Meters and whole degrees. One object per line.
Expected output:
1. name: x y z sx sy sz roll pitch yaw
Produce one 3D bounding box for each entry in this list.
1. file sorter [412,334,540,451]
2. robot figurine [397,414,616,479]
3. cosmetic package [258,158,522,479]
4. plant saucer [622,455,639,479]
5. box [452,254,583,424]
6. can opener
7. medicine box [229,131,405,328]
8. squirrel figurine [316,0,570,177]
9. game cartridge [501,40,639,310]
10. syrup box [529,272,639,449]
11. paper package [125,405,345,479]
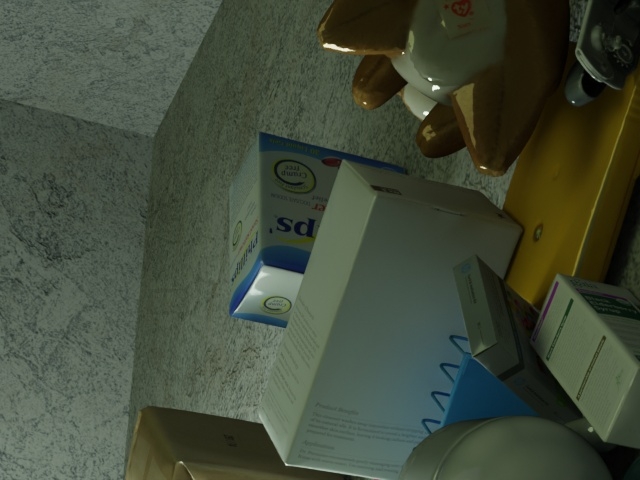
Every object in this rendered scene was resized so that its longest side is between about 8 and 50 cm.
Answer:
1. file sorter: 0.197 0.217 1.862 0.104 0.118 0.170 -126 52 -71
2. robot figurine: 0.198 0.293 1.617 0.300 0.200 0.353 -41 1 -14
3. cosmetic package: 0.084 0.109 1.938 0.385 0.217 0.156 -70 23 13
4. plant saucer: 0.343 0.278 1.529 0.119 0.021 0.119 -167 90 -72
5. box: 0.230 0.122 1.728 0.038 0.186 0.145 -32 38 21
6. can opener: 0.333 -0.272 1.741 0.095 0.076 0.283 -35 26 45
7. medicine box: 0.000 0.000 2.370 0.149 0.264 0.289 120 156 -42
8. squirrel figurine: 0.213 -0.289 1.875 0.397 0.281 0.370 -59 -10 4
9. game cartridge: 0.311 -0.078 1.825 0.285 0.053 0.323 -133 60 -73
10. syrup box: 0.317 0.128 1.596 0.237 0.093 0.096 -117 43 -64
11. paper package: -0.139 0.407 2.423 0.325 0.310 0.168 -148 70 -72
